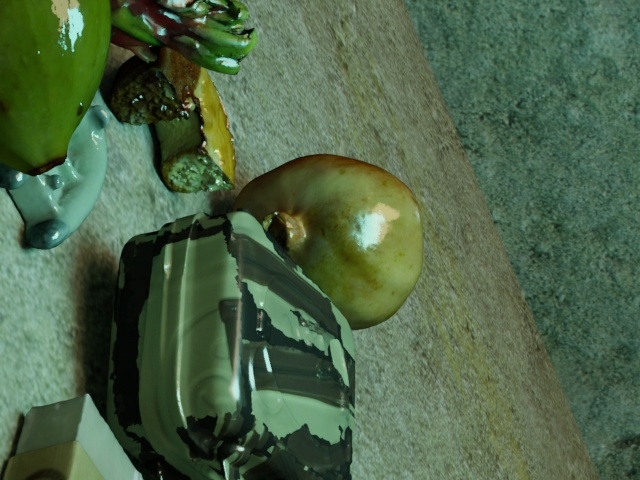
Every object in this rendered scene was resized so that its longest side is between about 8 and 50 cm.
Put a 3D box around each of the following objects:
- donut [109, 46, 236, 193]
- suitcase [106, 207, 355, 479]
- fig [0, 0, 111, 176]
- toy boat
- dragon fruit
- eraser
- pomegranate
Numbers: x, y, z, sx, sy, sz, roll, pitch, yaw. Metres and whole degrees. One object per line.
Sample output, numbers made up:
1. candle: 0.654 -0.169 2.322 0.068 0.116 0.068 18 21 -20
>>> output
1. donut: -0.177 -0.155 2.126 0.141 0.085 0.217 -89 156 -45
2. suitcase: -0.099 0.175 1.897 0.351 0.194 0.339 48 37 -52
3. fig: -0.276 -0.175 1.646 0.225 0.203 0.203 67 17 3
4. toy boat: -0.265 -0.084 1.808 0.134 0.079 0.207 62 22 -25
5. dragon fruit: -0.188 -0.306 1.980 0.198 0.269 0.200 135 -31 -69
6. eraser: -0.230 0.302 1.556 0.343 0.078 0.144 -85 154 -51
7. pomegranate: 0.000 0.000 2.266 0.270 0.252 0.229 27 69 -69
